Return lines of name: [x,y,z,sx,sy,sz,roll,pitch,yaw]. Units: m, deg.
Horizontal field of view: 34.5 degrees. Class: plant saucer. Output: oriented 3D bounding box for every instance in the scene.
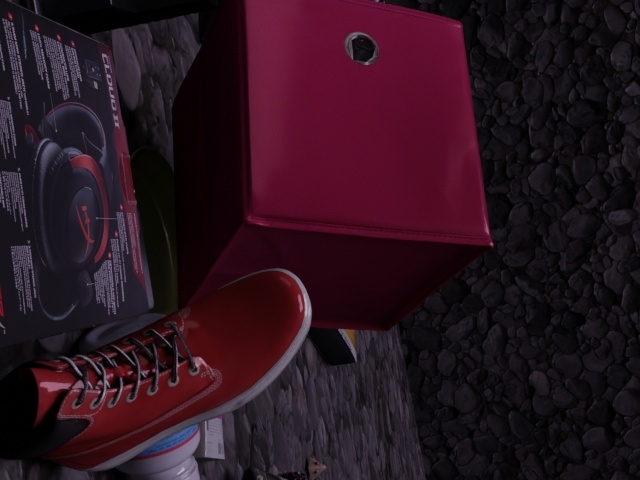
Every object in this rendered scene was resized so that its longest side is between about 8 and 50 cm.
plant saucer: [-0.178,0.022,1.085,0.241,0.037,0.241,-10,90,-80]

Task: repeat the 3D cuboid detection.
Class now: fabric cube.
fabric cube: [-0.003,-0.072,1.065,0.259,0.254,0.258,132,-41,-57]

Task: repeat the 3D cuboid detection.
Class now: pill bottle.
pill bottle: [-0.159,0.154,0.935,0.087,0.087,0.160,-64,144,-73]

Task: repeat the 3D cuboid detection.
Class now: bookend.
bookend: [-0.181,-0.249,0.970,0.157,0.156,0.072,-36,116,-78]

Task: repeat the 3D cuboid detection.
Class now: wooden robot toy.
wooden robot toy: [0.019,0.435,1.692,0.076,0.079,0.173,67,16,-53]

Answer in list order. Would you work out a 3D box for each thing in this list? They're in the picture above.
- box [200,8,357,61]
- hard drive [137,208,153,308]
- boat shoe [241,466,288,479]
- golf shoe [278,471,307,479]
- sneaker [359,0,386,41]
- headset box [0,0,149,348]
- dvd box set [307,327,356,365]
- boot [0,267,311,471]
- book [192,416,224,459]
box: [-0.063,-0.345,1.570,0.168,0.203,0.167,60,23,-64]
hard drive: [-0.200,0.022,0.901,0.135,0.022,0.094,-9,90,-63]
boat shoe: [-0.082,0.380,1.237,0.070,0.078,0.219,32,42,-29]
golf shoe: [-0.043,0.395,1.420,0.186,0.067,0.086,-64,145,-73]
sneaker: [0.077,-0.392,1.620,0.061,0.065,0.158,19,62,-79]
headset box: [-0.218,-0.039,0.706,0.293,0.110,0.218,-8,89,-80]
dvd box set: [0.000,0.000,2.018,0.307,0.062,0.420,62,21,-60]
boot: [-0.125,0.092,0.766,0.088,0.244,0.176,58,3,20]
book: [-0.136,0.182,1.199,0.096,0.035,0.144,57,26,-74]
